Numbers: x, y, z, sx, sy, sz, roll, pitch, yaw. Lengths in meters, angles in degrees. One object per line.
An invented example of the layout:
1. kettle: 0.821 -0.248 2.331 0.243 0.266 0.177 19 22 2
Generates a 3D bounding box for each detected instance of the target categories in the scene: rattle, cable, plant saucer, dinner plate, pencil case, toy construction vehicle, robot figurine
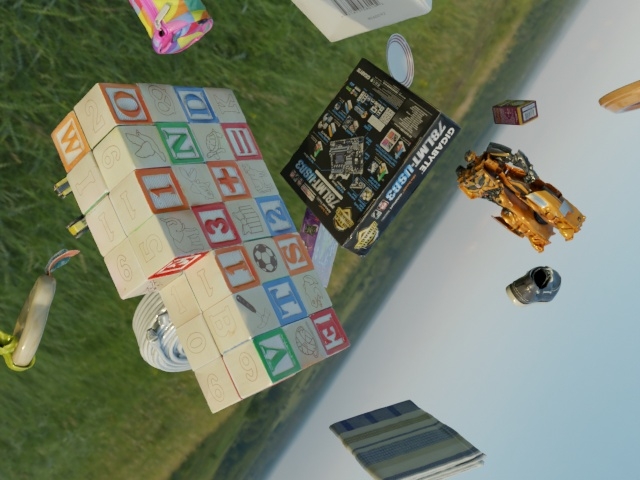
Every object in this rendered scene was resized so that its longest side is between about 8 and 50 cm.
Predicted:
1. rattle: -0.468 0.086 1.041 0.130 0.143 0.199 -123 -127 -76
2. cable: -0.202 0.129 1.216 0.257 0.089 0.257 -25 153 -28
3. plant saucer: 0.645 -0.289 1.337 0.200 0.037 0.200 -15 177 -1
4. dinner plate: 0.201 -0.461 1.785 0.017 0.141 0.141 -5 -150 37
5. pencil case: -0.245 -0.384 0.992 0.104 0.236 0.104 -29 -178 1
6. toy construction vehicle: -0.343 -0.064 1.017 0.098 0.086 0.035 -40 -170 -31
7. robot figurine: 0.434 -0.098 1.550 0.085 0.291 0.211 -56 -174 -25

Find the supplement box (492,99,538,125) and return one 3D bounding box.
1. supplement box: 0.431 -0.284 1.532 0.055 0.043 0.083 -28 -156 -26

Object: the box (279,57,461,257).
1. box: 0.080 -0.165 1.309 0.073 0.295 0.293 24 107 -38

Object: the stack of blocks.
1. stack of blocks: -0.109 0.002 0.658 0.087 0.297 0.171 -32 170 35

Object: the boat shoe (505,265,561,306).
1. boat shoe: 0.460 0.088 1.432 0.206 0.075 0.065 -11 151 -48

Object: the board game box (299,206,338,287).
1. board game box: 0.000 0.000 1.726 0.347 0.056 0.208 45 63 -78

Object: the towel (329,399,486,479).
1. towel: 0.160 0.397 1.352 0.285 0.209 0.034 -158 -122 -67

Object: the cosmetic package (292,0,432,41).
1. cosmetic package: 0.075 -0.536 1.117 0.155 0.197 0.365 33 59 -49
